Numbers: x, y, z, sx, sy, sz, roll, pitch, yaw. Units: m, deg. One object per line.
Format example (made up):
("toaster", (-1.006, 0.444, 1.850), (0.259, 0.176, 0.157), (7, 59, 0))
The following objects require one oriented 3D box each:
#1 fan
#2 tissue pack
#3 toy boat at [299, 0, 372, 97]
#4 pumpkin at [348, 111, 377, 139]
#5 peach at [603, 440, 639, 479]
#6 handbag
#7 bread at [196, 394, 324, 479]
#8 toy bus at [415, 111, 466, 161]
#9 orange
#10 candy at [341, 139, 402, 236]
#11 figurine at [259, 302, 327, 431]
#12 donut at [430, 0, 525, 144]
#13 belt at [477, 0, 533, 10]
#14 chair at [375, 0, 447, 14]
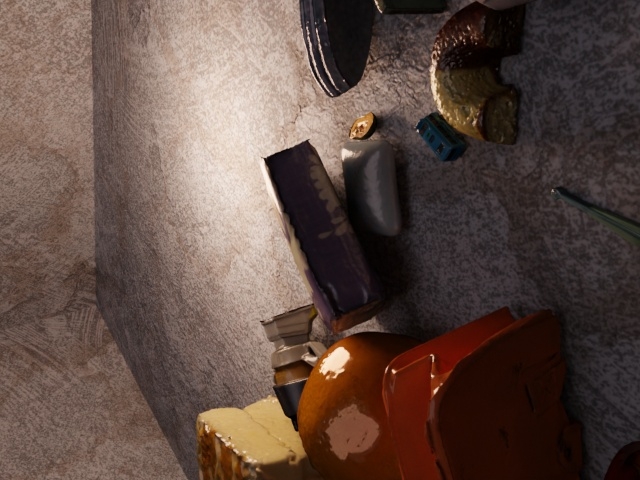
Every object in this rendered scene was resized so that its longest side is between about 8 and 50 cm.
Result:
("fan", (0.382, -0.021, 0.799), (0.193, 0.016, 0.038), (40, 135, 41))
("tissue pack", (0.000, 0.000, 1.197), (0.242, 0.125, 0.343), (83, 162, -75))
("toy boat", (0.028, -0.395, 1.075), (0.078, 0.127, 0.283), (11, 109, 47))
("pumpkin", (0.084, -0.209, 1.145), (0.083, 0.028, 0.050), (12, 80, 61))
("peach", (0.436, 0.313, 0.696), (0.226, 0.190, 0.196), (117, 174, -54))
("handbag", (0.257, 0.325, 0.857), (0.116, 0.303, 0.410), (-7, 98, 55))
("bread", (-0.124, 0.630, 1.545), (0.371, 0.279, 0.390), (8, 109, 56))
("toy bus", (0.193, -0.167, 0.992), (0.083, 0.046, 0.038), (56, 141, 25))
("orange", (0.107, 0.310, 1.073), (0.312, 0.312, 0.312), (26, 122, 49))
("candy", (0.091, -0.097, 1.140), (0.138, 0.071, 0.174), (12, 113, 56))
("figurine", (-0.045, 0.300, 1.430), (0.308, 0.143, 0.308), (171, 90, -75))
("donut", (0.220, -0.243, 0.888), (0.141, 0.085, 0.217), (17, 118, 52))
("belt", (0.232, -0.448, 0.683), (0.117, 0.212, 0.347), (8, 104, 53))
("chair", (0.116, -0.487, 0.901), (0.147, 0.136, 0.270), (-48, 61, 53))
